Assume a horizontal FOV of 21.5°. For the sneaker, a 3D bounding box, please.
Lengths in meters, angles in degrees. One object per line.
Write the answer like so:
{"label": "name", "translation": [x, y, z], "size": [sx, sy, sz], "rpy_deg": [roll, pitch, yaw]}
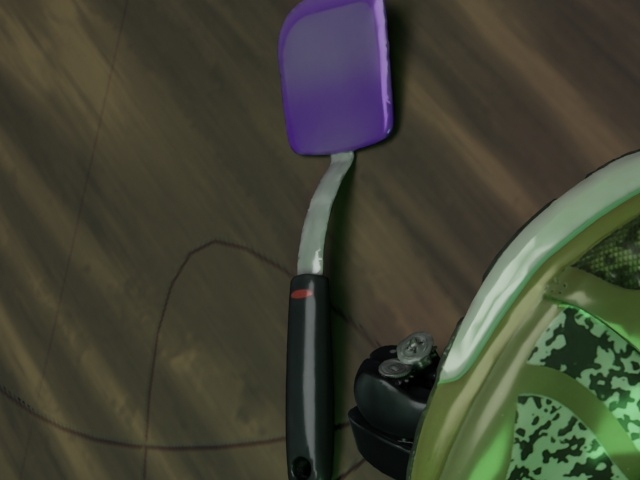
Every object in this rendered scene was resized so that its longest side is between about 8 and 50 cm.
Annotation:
{"label": "sneaker", "translation": [0.206, 0.031, 0.630], "size": [0.410, 0.158, 0.182], "rpy_deg": [-42, 39, 4]}

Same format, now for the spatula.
{"label": "spatula", "translation": [0.000, 0.000, 0.960], "size": [0.084, 0.030, 0.296], "rpy_deg": [-7, 71, 39]}

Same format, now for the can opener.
{"label": "can opener", "translation": [0.087, 0.094, 0.845], "size": [0.186, 0.073, 0.059], "rpy_deg": [12, 41, 43]}
